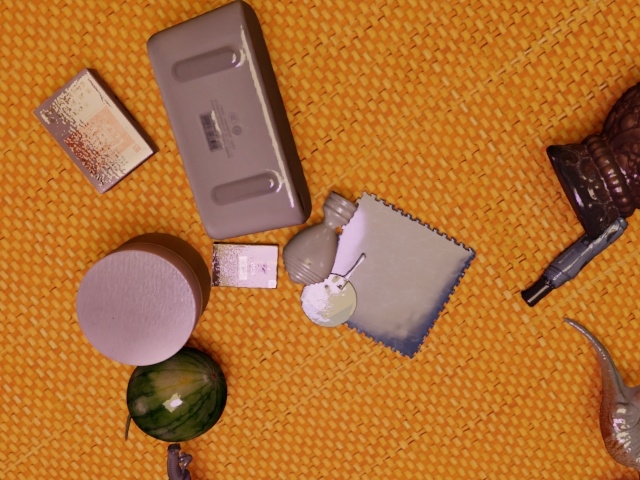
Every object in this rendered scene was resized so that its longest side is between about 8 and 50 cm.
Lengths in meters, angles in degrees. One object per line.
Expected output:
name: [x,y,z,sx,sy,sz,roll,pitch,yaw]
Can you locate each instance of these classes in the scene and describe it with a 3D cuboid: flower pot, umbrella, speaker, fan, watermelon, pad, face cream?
flower pot: [0.567,-0.140,1.311,0.267,0.266,0.266,-26,100,17]
umbrella: [0.499,0.040,1.438,0.250,0.053,0.052,-43,99,8]
speaker: [-0.160,-0.208,1.338,0.184,0.183,0.406,-15,100,9]
fan: [0.035,0.096,1.467,0.113,0.005,0.175,37,100,-6]
watermelon: [-0.289,0.303,1.436,0.214,0.188,0.188,-25,100,23]
pad: [0.136,0.073,1.471,0.269,0.012,0.269,27,101,-5]
face cream: [-0.329,0.105,1.397,0.218,0.179,0.218,0,101,1]

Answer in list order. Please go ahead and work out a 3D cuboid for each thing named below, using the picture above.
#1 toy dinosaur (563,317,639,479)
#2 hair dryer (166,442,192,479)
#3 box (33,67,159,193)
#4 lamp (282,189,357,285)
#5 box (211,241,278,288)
toy dinosaur: [0.610,0.316,1.448,0.205,0.092,0.393,-34,91,-16]
hair dryer: [-0.201,0.533,1.479,0.301,0.121,0.361,-29,118,-2]
box: [-0.425,-0.209,1.398,0.141,0.058,0.201,-36,99,7]
lamp: [0.000,0.000,1.417,0.106,0.106,0.193,33,92,-6]
box: [-0.151,0.050,1.464,0.133,0.023,0.090,1,103,0]
